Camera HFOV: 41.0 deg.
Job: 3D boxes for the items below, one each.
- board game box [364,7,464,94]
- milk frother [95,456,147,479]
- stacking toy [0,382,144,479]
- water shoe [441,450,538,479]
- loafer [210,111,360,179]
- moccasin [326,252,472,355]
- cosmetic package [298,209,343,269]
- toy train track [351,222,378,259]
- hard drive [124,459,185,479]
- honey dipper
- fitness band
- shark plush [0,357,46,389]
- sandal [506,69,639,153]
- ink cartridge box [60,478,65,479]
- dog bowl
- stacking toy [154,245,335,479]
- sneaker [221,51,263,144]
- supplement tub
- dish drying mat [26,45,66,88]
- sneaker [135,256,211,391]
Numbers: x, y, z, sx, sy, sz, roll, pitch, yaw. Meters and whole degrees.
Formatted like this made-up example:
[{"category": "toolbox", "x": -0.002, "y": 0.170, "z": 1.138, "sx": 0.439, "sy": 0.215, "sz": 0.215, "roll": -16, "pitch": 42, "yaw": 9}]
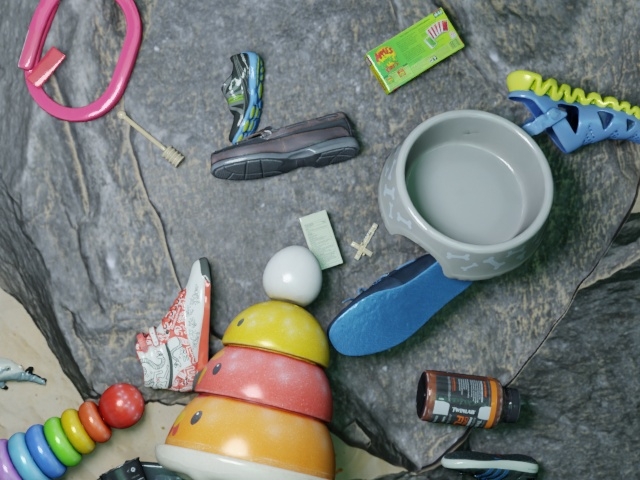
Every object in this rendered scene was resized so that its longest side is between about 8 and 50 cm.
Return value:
[{"category": "board game box", "x": 0.190, "y": -0.384, "z": 1.747, "sx": 0.181, "sy": 0.043, "sz": 0.092, "roll": -32, "pitch": 92, "yaw": -4}, {"category": "milk frother", "x": -0.394, "y": 0.515, "z": 1.673, "sx": 0.129, "sy": 0.143, "sz": 0.135, "roll": -20, "pitch": 79, "yaw": -32}, {"category": "stacking toy", "x": -0.497, "y": 0.384, "z": 1.669, "sx": 0.330, "sy": 0.141, "sz": 0.141, "roll": -32, "pitch": 93, "yaw": -8}, {"category": "water shoe", "x": 0.347, "y": 0.480, "z": 1.753, "sx": 0.203, "sy": 0.073, "sz": 0.080, "roll": 5, "pitch": 93, "yaw": -4}, {"category": "loafer", "x": -0.076, "y": -0.190, "z": 1.713, "sx": 0.302, "sy": 0.109, "sz": 0.095, "roll": -10, "pitch": 72, "yaw": -10}, {"category": "moccasin", "x": 0.166, "y": 0.122, "z": 1.719, "sx": 0.342, "sy": 0.117, "sz": 0.138, "roll": -27, "pitch": 103, "yaw": -8}, {"category": "cosmetic package", "x": 0.000, "y": 0.000, "z": 1.738, "sx": 0.060, "sy": 0.041, "sz": 0.115, "roll": -17, "pitch": 92, "yaw": -3}, {"category": "toy train track", "x": 0.094, "y": 0.002, "z": 1.759, "sx": 0.048, "sy": 0.014, "sz": 0.083, "roll": 30, "pitch": 88, "yaw": -4}, {"category": "hard drive", "x": -0.332, "y": 0.496, "z": 1.729, "sx": 0.135, "sy": 0.022, "sz": 0.094, "roll": 5, "pitch": 90, "yaw": -4}, {"category": "honey dipper", "x": -0.344, "y": -0.207, "z": 1.718, "sx": 0.160, "sy": 0.030, "sz": 0.030, "roll": 38, "pitch": 88, "yaw": -2}, {"category": "fitness band", "x": -0.472, "y": -0.379, "z": 1.699, "sx": 0.209, "sy": 0.054, "sz": 0.291, "roll": 19, "pitch": 90, "yaw": -7}, {"category": "shark plush", "x": -0.631, "y": 0.266, "z": 1.706, "sx": 0.161, "sy": 0.073, "sz": 0.067, "roll": 5, "pitch": 111, "yaw": -24}, {"category": "sandal", "x": 0.518, "y": -0.239, "z": 1.741, "sx": 0.317, "sy": 0.126, "sz": 0.138, "roll": 16, "pitch": 93, "yaw": 4}, {"category": "ink cartridge box", "x": -0.486, "y": 0.583, "z": 1.596, "sx": 0.114, "sy": 0.273, "sz": 0.197, "roll": -39, "pitch": 93, "yaw": -6}, {"category": "dog bowl", "x": 0.290, "y": -0.100, "z": 1.665, "sx": 0.348, "sy": 0.102, "sz": 0.349, "roll": 2, "pitch": 68, "yaw": -4}, {"category": "stacking toy", "x": -0.095, "y": 0.240, "z": 1.641, "sx": 0.350, "sy": 0.350, "sz": 0.480, "roll": 13, "pitch": 73, "yaw": -4}, {"category": "sneaker", "x": -0.161, "y": -0.284, "z": 1.721, "sx": 0.078, "sy": 0.067, "sz": 0.188, "roll": 6, "pitch": 92, "yaw": 17}, {"category": "supplement tub", "x": 0.299, "y": 0.323, "z": 1.731, "sx": 0.198, "sy": 0.106, "sz": 0.106, "roll": 7, "pitch": 90, "yaw": -4}, {"category": "dish drying mat", "x": -0.532, "y": -0.335, "z": 1.662, "sx": 0.032, "sy": 0.008, "sz": 0.083, "roll": 39, "pitch": 86, "yaw": -7}, {"category": "sneaker", "x": -0.290, "y": 0.166, "z": 1.695, "sx": 0.145, "sy": 0.090, "sz": 0.270, "roll": 2, "pitch": 93, "yaw": -7}]
